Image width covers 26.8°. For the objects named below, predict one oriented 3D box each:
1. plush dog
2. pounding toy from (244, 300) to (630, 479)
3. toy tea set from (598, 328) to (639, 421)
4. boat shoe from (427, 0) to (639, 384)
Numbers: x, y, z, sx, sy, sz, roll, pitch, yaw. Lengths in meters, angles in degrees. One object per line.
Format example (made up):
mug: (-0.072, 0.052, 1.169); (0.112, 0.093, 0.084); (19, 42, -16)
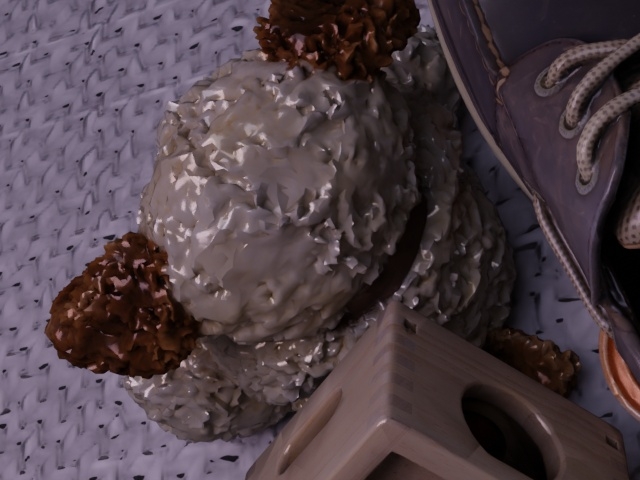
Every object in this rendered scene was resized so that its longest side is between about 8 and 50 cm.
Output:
plush dog: (0.000, 0.000, 0.640); (0.211, 0.225, 0.262); (33, 89, 37)
pounding toy: (0.095, 0.118, 0.589); (0.181, 0.206, 0.094); (-52, 15, 30)
toy tea set: (0.140, -0.079, 0.581); (0.200, 0.124, 0.336); (-31, 75, 38)
boat shoe: (0.135, -0.026, 0.450); (0.132, 0.130, 0.355); (-28, 82, 4)
